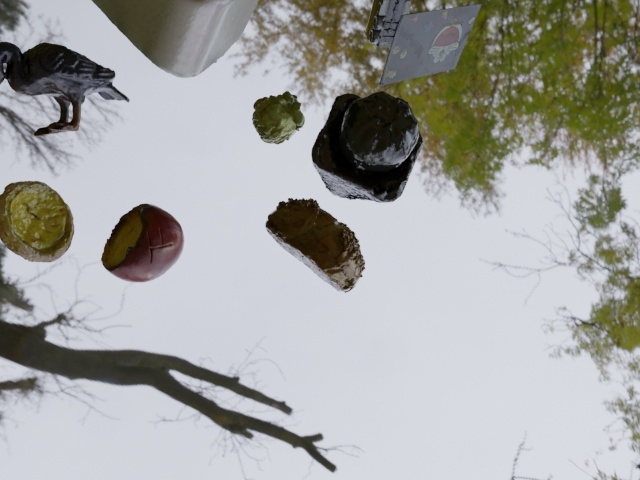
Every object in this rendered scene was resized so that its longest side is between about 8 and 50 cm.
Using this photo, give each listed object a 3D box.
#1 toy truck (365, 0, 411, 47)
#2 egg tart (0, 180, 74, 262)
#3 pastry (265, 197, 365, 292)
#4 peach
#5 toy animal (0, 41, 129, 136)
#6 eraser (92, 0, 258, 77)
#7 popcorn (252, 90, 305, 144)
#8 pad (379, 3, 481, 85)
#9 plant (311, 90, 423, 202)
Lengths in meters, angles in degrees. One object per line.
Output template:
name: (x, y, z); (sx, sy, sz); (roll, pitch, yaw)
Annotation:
toy truck: (0.179, -0.609, 1.558); (0.097, 0.227, 0.114); (-2, -128, -13)
egg tart: (-0.611, -0.035, 1.267); (0.074, 0.191, 0.191); (-17, -128, 27)
pastry: (0.000, 0.000, 1.652); (0.310, 0.255, 0.162); (36, -96, 14)
peach: (-0.482, 0.009, 1.603); (0.190, 0.196, 0.226); (41, -137, 20)
toy animal: (-0.540, -0.316, 1.238); (0.122, 0.186, 0.298); (4, -162, 44)
eraser: (-0.215, -0.416, 0.964); (0.150, 0.331, 0.331); (-54, -140, 30)
popcorn: (-0.113, -0.320, 1.592); (0.162, 0.141, 0.136); (20, -118, 18)
pad: (0.242, -0.430, 1.319); (0.245, 0.170, 0.006); (-21, -123, -31)
plant: (0.072, -0.144, 0.980); (0.164, 0.256, 0.142); (27, -108, -2)
